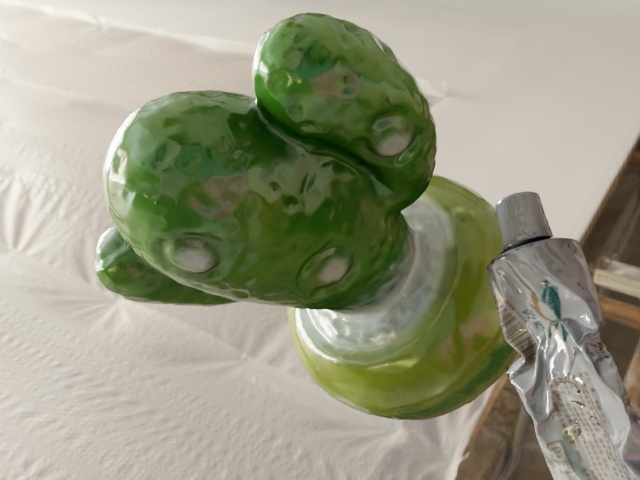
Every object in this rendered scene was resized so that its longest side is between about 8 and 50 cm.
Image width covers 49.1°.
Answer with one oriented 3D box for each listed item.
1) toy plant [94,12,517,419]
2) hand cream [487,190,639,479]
[{"bbox_3d":[0.000,0.000,0.453,0.224,0.316,0.184,-27,-128,22],"label":"toy plant"},{"bbox_3d":[0.147,0.093,0.368,0.050,0.084,0.257,-12,-102,-30],"label":"hand cream"}]
